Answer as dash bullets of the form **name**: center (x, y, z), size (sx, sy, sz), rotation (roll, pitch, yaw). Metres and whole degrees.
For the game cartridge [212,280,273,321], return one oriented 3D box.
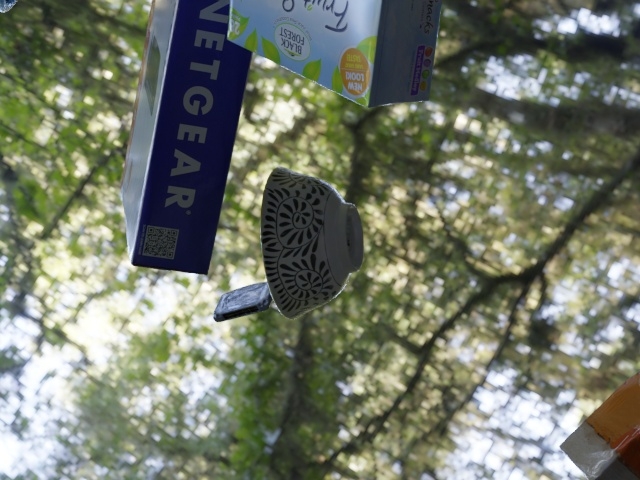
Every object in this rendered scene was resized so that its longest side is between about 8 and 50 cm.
- **game cartridge**: center (-0.096, 0.078, 1.538), size (0.017, 0.083, 0.056), rotation (61, -152, -29)

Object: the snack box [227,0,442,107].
- **snack box**: center (0.010, -0.220, 0.951), size (0.070, 0.207, 0.174), rotation (-11, -60, -34)

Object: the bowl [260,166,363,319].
- **bowl**: center (0.000, 0.000, 1.285), size (0.170, 0.080, 0.170), rotation (-4, -90, -74)

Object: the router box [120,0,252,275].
- **router box**: center (-0.144, -0.173, 1.275), size (0.082, 0.301, 0.335), rotation (8, -73, -14)

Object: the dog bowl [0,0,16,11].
- **dog bowl**: center (-0.344, -0.354, 1.312), size (0.297, 0.074, 0.166), rotation (-85, 15, -58)

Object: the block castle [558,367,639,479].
- **block castle**: center (0.269, 0.285, 0.795), size (0.213, 0.303, 0.453), rotation (40, -84, -23)
